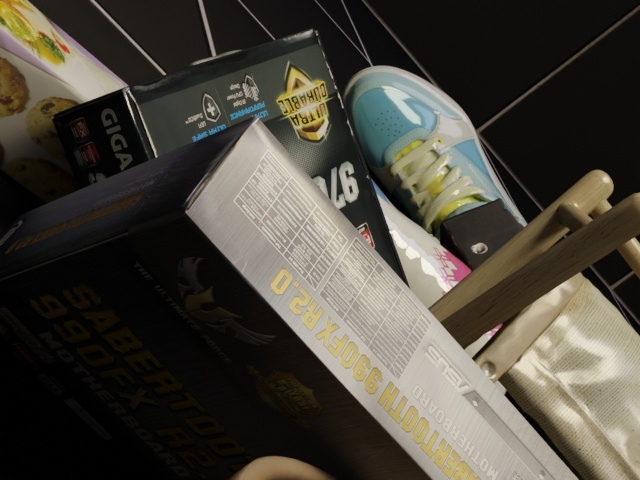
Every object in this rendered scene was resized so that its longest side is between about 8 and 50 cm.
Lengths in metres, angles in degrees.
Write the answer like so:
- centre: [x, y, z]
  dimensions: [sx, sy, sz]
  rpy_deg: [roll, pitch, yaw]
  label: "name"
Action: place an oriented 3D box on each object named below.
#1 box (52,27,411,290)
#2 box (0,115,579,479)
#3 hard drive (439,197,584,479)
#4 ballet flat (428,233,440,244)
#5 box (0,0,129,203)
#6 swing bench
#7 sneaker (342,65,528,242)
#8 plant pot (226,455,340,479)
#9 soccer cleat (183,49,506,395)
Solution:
- centre: [-0.038, -0.013, 0.852]
  dimensions: [0.220, 0.051, 0.175]
  rpy_deg: [-30, 101, -61]
  label: "box"
- centre: [-0.020, 0.069, 0.655]
  dimensions: [0.231, 0.183, 0.056]
  rpy_deg: [48, 54, -21]
  label: "box"
- centre: [0.189, 0.162, 1.184]
  dimensions: [0.237, 0.064, 0.339]
  rpy_deg: [84, -19, -53]
  label: "hard drive"
- centre: [0.098, 0.026, 1.470]
  dimensions: [0.188, 0.070, 0.070]
  rpy_deg: [34, 22, -55]
  label: "ballet flat"
- centre: [-0.144, -0.068, 0.834]
  dimensions: [0.324, 0.067, 0.063]
  rpy_deg: [42, 17, -45]
  label: "box"
- centre: [0.139, 0.139, 0.873]
  dimensions: [0.253, 0.255, 0.165]
  rpy_deg: [52, 5, -4]
  label: "swing bench"
- centre: [0.138, -0.047, 1.687]
  dimensions: [0.319, 0.127, 0.208]
  rpy_deg: [50, 11, -9]
  label: "sneaker"
- centre: [0.006, 0.199, 0.525]
  dimensions: [0.237, 0.110, 0.237]
  rpy_deg: [49, 14, -16]
  label: "plant pot"
- centre: [0.000, 0.000, 1.120]
  dimensions: [0.331, 0.116, 0.143]
  rpy_deg: [53, 26, 19]
  label: "soccer cleat"
